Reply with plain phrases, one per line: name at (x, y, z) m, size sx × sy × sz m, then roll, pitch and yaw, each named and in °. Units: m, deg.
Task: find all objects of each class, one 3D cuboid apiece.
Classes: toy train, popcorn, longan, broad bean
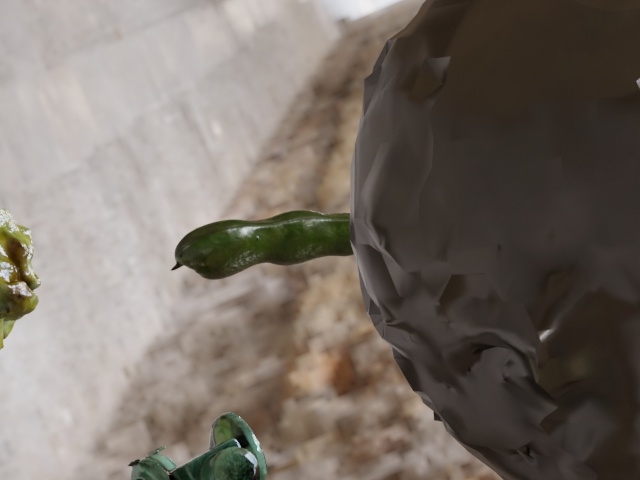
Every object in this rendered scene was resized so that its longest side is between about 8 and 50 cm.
toy train at (-0.094, 0.228, 1.404) m, size 0.253 × 0.105 × 0.157 m, roll -32°, pitch -95°, yaw 55°
popcorn at (-0.442, 0.053, 2.293) m, size 0.204 × 0.184 × 0.221 m, roll 30°, pitch 35°, yaw -21°
longan at (0.202, -0.008, 1.109) m, size 0.391 × 0.391 × 0.391 m, roll -22°, pitch 90°, yaw -84°
broad bean at (-0.001, 0.000, 1.590) m, size 0.053 × 0.256 × 0.052 m, roll -132°, pitch -139°, yaw -63°
